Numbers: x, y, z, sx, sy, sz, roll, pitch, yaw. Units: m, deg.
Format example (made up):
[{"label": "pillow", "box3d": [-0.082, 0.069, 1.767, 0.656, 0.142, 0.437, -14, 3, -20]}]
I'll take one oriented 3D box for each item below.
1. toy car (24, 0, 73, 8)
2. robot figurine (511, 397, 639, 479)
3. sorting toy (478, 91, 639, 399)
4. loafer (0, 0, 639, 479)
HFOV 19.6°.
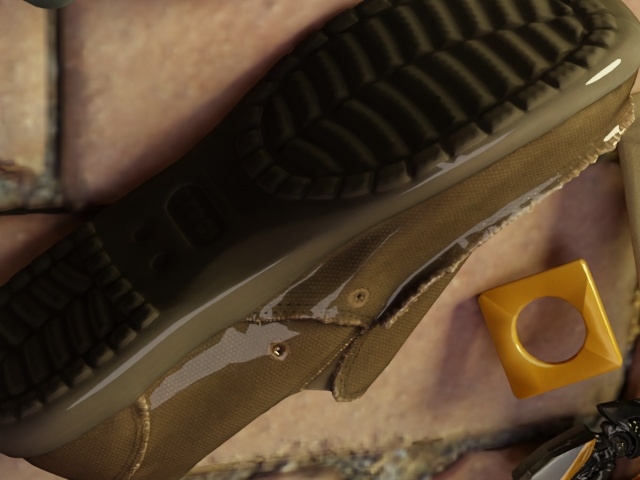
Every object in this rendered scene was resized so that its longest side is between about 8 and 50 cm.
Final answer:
[{"label": "toy car", "box3d": [-0.191, -0.122, 0.753, 0.155, 0.149, 0.188, -34, 136, 14]}, {"label": "robot figurine", "box3d": [0.238, 0.184, 1.095, 0.291, 0.085, 0.211, -9, 118, -16]}, {"label": "sorting toy", "box3d": [0.257, 0.006, 0.977, 0.348, 0.047, 0.196, -7, 98, 14]}, {"label": "loafer", "box3d": [0.000, 0.000, 0.900, 0.366, 0.134, 0.130, -32, 134, 4]}]
